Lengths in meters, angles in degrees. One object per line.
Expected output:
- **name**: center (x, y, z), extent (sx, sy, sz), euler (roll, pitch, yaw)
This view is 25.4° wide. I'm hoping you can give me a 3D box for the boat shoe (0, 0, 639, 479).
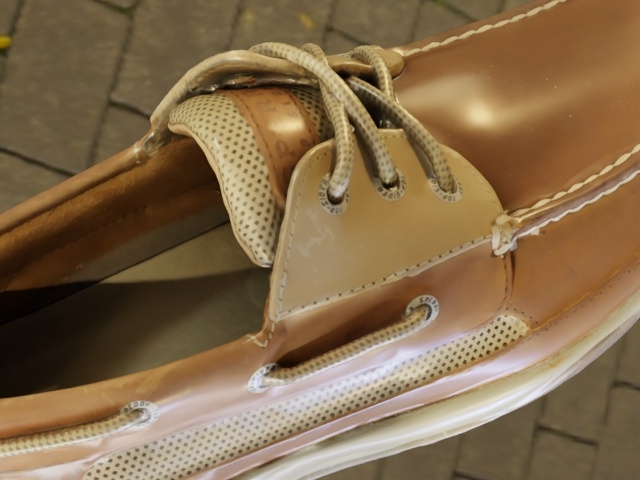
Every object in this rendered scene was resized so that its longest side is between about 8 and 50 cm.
- **boat shoe**: center (0.000, 0.000, 0.438), extent (0.324, 0.123, 0.116), euler (-33, 142, -10)
